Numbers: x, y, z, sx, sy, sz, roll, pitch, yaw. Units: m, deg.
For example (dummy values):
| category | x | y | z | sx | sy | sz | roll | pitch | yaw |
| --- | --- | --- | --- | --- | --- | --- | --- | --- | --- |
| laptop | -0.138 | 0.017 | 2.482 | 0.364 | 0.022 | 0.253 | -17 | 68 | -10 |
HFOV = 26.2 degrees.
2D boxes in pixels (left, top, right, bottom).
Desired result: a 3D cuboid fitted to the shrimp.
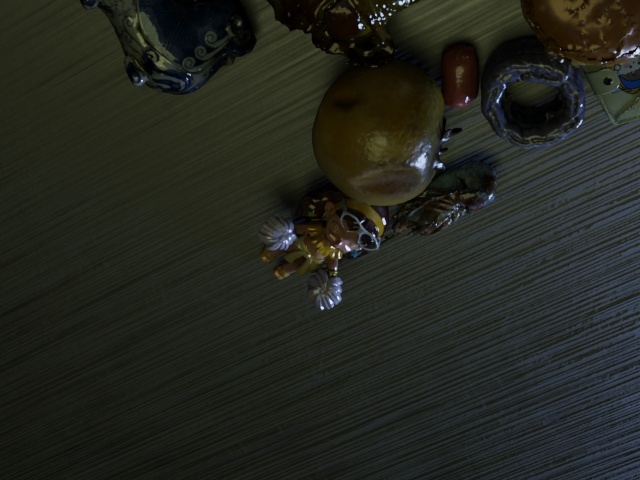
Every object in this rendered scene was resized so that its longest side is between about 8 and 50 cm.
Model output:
| category | x | y | z | sx | sy | sz | roll | pitch | yaw |
| --- | --- | --- | --- | --- | --- | --- | --- | --- | --- |
| shrimp | 0.171 | -0.045 | 2.084 | 0.233 | 0.079 | 0.090 | -33 | 149 | 27 |

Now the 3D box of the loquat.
| category | x | y | z | sx | sy | sz | roll | pitch | yaw |
| --- | --- | --- | --- | --- | --- | --- | --- | --- | --- |
| loquat | 0.089 | -0.147 | 1.956 | 0.213 | 0.213 | 0.213 | 4 | 121 | 6 |

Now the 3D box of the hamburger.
| category | x | y | z | sx | sy | sz | roll | pitch | yaw |
| --- | --- | --- | --- | --- | --- | --- | --- | --- | --- |
| hamburger | 0.372 | -0.348 | 1.789 | 0.245 | 0.211 | 0.260 | 28 | 116 | -8 |

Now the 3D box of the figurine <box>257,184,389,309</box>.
| category | x | y | z | sx | sy | sz | roll | pitch | yaw |
| --- | --- | --- | --- | --- | --- | --- | --- | --- | --- |
| figurine | 0.001 | -0.001 | 2.111 | 0.240 | 0.116 | 0.175 | -32 | 109 | 31 |

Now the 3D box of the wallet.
| category | x | y | z | sx | sy | sz | roll | pitch | yaw |
| --- | --- | --- | --- | --- | --- | --- | --- | --- | --- |
| wallet | 0.430 | -0.245 | 1.941 | 0.110 | 0.039 | 0.155 | -24 | 114 | 20 |

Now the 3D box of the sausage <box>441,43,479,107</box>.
| category | x | y | z | sx | sy | sz | roll | pitch | yaw |
| --- | --- | --- | --- | --- | --- | --- | --- | --- | --- |
| sausage | 0.201 | -0.234 | 1.972 | 0.054 | 0.059 | 0.094 | 0 | 120 | 6 |

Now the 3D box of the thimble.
| category | x | y | z | sx | sy | sz | roll | pitch | yaw |
| --- | --- | --- | --- | --- | --- | --- | --- | --- | --- |
| thimble | 0.300 | -0.211 | 1.948 | 0.150 | 0.098 | 0.150 | 4 | 122 | 6 |

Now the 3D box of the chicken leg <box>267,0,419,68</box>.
| category | x | y | z | sx | sy | sz | roll | pitch | yaw |
| --- | --- | --- | --- | --- | --- | --- | --- | --- | --- |
| chicken leg | 0.090 | -0.343 | 1.877 | 0.361 | 0.140 | 0.211 | 4 | 113 | 11 |

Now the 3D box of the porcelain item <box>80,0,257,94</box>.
| category | x | y | z | sx | sy | sz | roll | pitch | yaw |
| --- | --- | --- | --- | --- | --- | --- | --- | --- | --- |
| porcelain item | -0.225 | -0.341 | 1.934 | 0.186 | 0.138 | 0.288 | -25 | 116 | 10 |
